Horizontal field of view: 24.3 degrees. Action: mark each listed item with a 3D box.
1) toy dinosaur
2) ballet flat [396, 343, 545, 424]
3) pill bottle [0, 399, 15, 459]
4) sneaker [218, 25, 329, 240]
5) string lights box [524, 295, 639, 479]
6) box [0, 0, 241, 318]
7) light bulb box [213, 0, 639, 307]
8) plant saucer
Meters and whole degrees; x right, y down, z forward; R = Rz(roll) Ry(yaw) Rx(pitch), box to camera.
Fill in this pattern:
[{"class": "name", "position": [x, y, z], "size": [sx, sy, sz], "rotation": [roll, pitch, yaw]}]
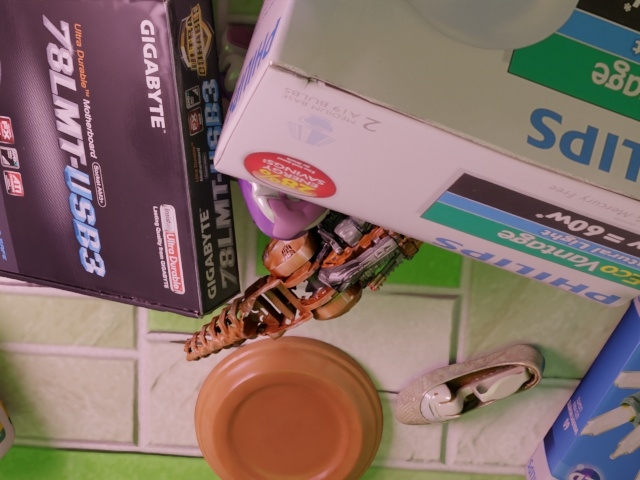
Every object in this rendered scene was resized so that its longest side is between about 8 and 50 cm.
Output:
[{"class": "toy dinosaur", "position": [0.000, 0.000, 1.368], "size": [0.321, 0.218, 0.164], "rotation": [-17, 112, 9]}, {"class": "ballet flat", "position": [0.150, 0.152, 1.517], "size": [0.168, 0.052, 0.057], "rotation": [-26, 110, 12]}, {"class": "pill bottle", "position": [-0.401, 0.135, 1.491], "size": [0.117, 0.117, 0.208], "rotation": [-18, 112, 9]}, {"class": "sneaker", "position": [-0.056, -0.082, 1.350], "size": [0.095, 0.236, 0.104], "rotation": [13, 133, -31]}, {"class": "string lights box", "position": [0.330, 0.178, 1.510], "size": [0.133, 0.077, 0.260], "rotation": [24, 112, -10]}, {"class": "box", "position": [-0.218, -0.095, 1.342], "size": [0.293, 0.073, 0.296], "rotation": [11, 117, 33]}, {"class": "light bulb box", "position": [0.149, -0.188, 1.123], "size": [0.357, 0.225, 0.361], "rotation": [19, 72, -8]}, {"class": "plant saucer", "position": [-0.034, 0.196, 1.550], "size": [0.199, 0.037, 0.200], "rotation": [1, 113, 2]}]
